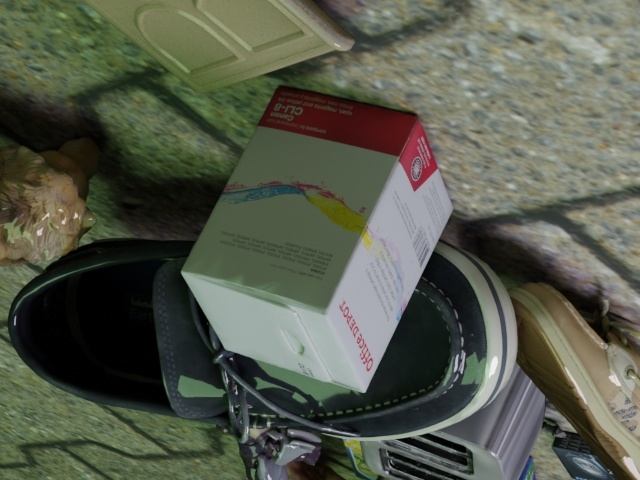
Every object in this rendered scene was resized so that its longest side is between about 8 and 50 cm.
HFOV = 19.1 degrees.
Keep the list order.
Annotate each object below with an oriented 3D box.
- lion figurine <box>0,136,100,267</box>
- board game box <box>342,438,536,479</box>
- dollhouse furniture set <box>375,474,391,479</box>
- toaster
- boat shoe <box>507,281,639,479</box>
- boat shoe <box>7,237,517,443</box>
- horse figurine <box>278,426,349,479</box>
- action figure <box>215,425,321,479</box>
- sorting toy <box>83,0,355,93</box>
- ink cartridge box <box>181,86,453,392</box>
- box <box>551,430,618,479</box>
[{"bbox_3d":[-0.388,-0.088,1.666,0.392,0.142,0.240,24,171,-14],"label":"lion figurine"},{"bbox_3d":[0.123,0.232,1.948,0.201,0.035,0.136,17,154,20],"label":"board game box"},{"bbox_3d":[0.145,0.385,1.910,0.302,0.151,0.197,24,120,7],"label":"dollhouse furniture set"},{"bbox_3d":[0.117,0.154,1.705,0.186,0.110,0.168,19,156,16],"label":"toaster"},{"bbox_3d":[0.240,0.117,1.561,0.285,0.089,0.104,50,173,-37],"label":"boat shoe"},{"bbox_3d":[-0.063,0.079,1.596,0.500,0.186,0.156,3,-169,37],"label":"boat shoe"},{"bbox_3d":[-0.001,0.293,2.158,0.175,0.066,0.263,14,151,9],"label":"horse figurine"},{"bbox_3d":[-0.060,0.223,1.975,0.185,0.099,0.285,-136,30,-64],"label":"action figure"},{"bbox_3d":[-0.139,-0.217,1.311,0.307,0.041,0.229,39,158,-25],"label":"sorting toy"},{"bbox_3d":[0.000,0.000,1.430,0.127,0.176,0.128,15,153,24],"label":"ink cartridge box"},{"bbox_3d":[0.266,0.209,1.780,0.083,0.018,0.067,10,152,33],"label":"box"}]
